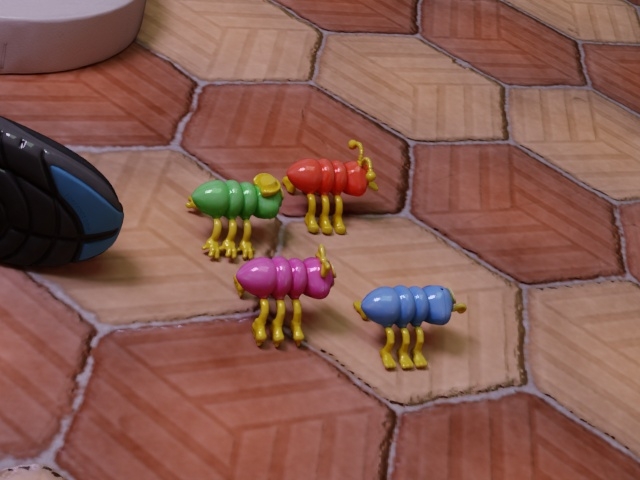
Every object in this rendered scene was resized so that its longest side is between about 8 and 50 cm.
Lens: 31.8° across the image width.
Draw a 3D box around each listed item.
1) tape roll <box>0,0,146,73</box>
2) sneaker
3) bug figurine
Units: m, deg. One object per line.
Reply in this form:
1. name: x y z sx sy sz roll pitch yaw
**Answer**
1. tape roll: -0.390 -0.321 1.292 0.392 0.072 0.392 13 35 -9
2. sneaker: -0.320 -0.088 0.963 0.340 0.125 0.140 21 30 0
3. bug figurine: 0.000 0.000 1.036 0.216 0.072 0.279 -2 40 -27
